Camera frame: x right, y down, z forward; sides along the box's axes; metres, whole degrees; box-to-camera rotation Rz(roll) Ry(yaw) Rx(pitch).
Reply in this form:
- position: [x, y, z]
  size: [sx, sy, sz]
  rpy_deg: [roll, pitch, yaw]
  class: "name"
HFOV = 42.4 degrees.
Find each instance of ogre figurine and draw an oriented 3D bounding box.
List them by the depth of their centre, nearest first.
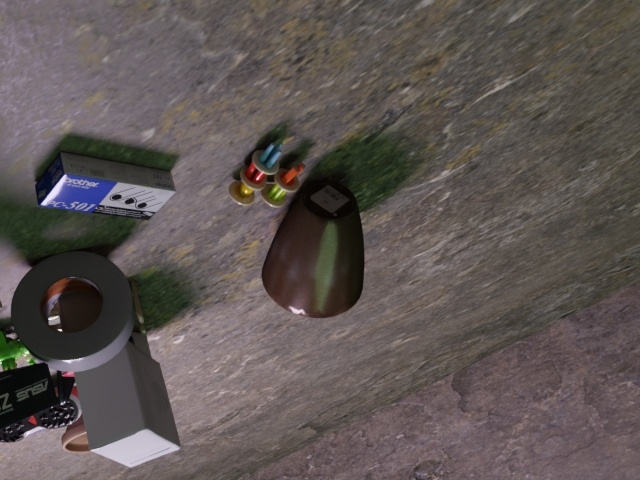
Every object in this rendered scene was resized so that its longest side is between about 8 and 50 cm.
- position: [-0.682, 0.243, 1.788]
  size: [0.197, 0.097, 0.118]
  rpy_deg: [5, 168, -12]
  class: "ogre figurine"

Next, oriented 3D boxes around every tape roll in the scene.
- position: [-0.461, 0.133, 1.549]
  size: [0.219, 0.219, 0.072]
  rpy_deg: [-12, 154, -13]
  class: "tape roll"

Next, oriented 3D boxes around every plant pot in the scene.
- position: [0.000, 0.000, 1.644]
  size: [0.215, 0.215, 0.230]
  rpy_deg: [-9, 138, -19]
  class: "plant pot"
- position: [-0.625, 0.518, 2.362]
  size: [0.237, 0.109, 0.237]
  rpy_deg: [-14, 155, -7]
  class: "plant pot"

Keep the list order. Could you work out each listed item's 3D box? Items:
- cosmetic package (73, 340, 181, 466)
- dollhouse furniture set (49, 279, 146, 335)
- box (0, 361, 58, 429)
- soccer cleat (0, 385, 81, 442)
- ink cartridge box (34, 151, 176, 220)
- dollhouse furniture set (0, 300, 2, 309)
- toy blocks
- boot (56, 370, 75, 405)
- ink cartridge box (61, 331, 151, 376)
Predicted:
- position: [-0.440, 0.371, 1.873]
  size: [0.138, 0.224, 0.224]
  rpy_deg: [-21, 153, 0]
  class: "cosmetic package"
- position: [-0.474, 0.178, 1.703]
  size: [0.212, 0.161, 0.242]
  rpy_deg: [-12, 154, -13]
  class: "dollhouse furniture set"
- position: [-0.720, 0.327, 1.481]
  size: [0.395, 0.097, 0.318]
  rpy_deg: [-15, -179, 35]
  class: "box"
- position: [-0.749, 0.446, 2.153]
  size: [0.318, 0.108, 0.116]
  rpy_deg: [-15, -167, 15]
  class: "soccer cleat"
- position: [-0.356, -0.087, 1.376]
  size: [0.207, 0.046, 0.097]
  rpy_deg: [8, 144, -43]
  class: "ink cartridge box"
- position: [-0.674, 0.163, 1.652]
  size: [0.114, 0.091, 0.081]
  rpy_deg: [-24, 170, 5]
  class: "dollhouse furniture set"
- position: [-0.080, -0.122, 1.479]
  size: [0.123, 0.054, 0.148]
  rpy_deg: [2, 148, -35]
  class: "toy blocks"
- position: [-0.592, 0.342, 2.017]
  size: [0.099, 0.121, 0.045]
  rpy_deg: [1, 152, -23]
  class: "boot"
- position: [-0.515, 0.273, 1.973]
  size: [0.127, 0.072, 0.175]
  rpy_deg: [-34, 150, 28]
  class: "ink cartridge box"
